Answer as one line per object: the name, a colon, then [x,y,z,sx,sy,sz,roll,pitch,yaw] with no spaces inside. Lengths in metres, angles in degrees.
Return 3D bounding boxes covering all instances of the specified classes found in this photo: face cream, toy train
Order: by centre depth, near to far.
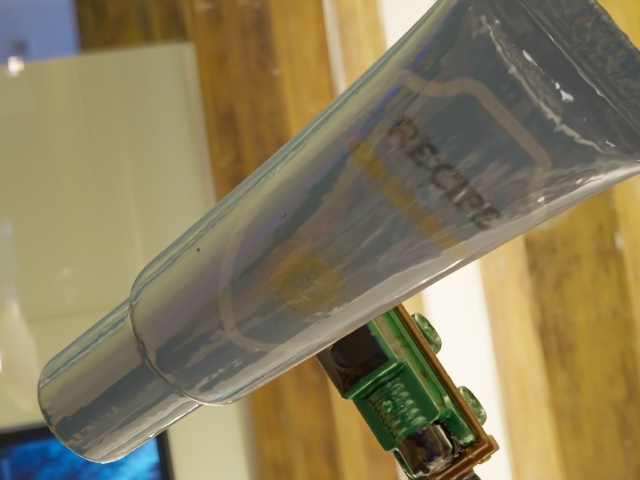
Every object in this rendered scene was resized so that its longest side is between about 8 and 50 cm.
face cream: [0.000,0.000,0.873,0.135,0.385,0.086,45,32,-15]
toy train: [0.072,0.138,1.580,0.227,0.091,0.136,58,18,16]
